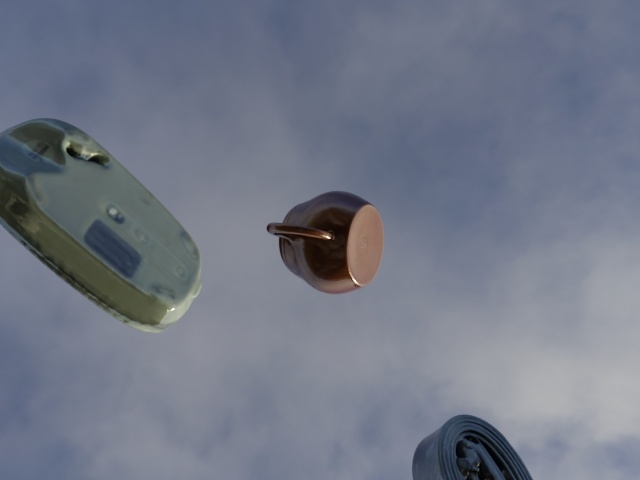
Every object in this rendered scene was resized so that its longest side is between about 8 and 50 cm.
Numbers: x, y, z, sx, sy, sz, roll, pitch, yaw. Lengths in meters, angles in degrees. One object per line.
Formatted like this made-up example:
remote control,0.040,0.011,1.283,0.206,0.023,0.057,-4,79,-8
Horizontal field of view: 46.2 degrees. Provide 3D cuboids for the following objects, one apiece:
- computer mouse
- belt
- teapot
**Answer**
computer mouse,-0.297,-0.018,0.992,0.095,0.197,0.331,-27,-64,37
belt,0.203,0.328,0.975,0.141,0.082,0.190,-12,-118,-36
teapot,0.000,0.000,0.801,0.116,0.173,0.116,-5,-101,28
